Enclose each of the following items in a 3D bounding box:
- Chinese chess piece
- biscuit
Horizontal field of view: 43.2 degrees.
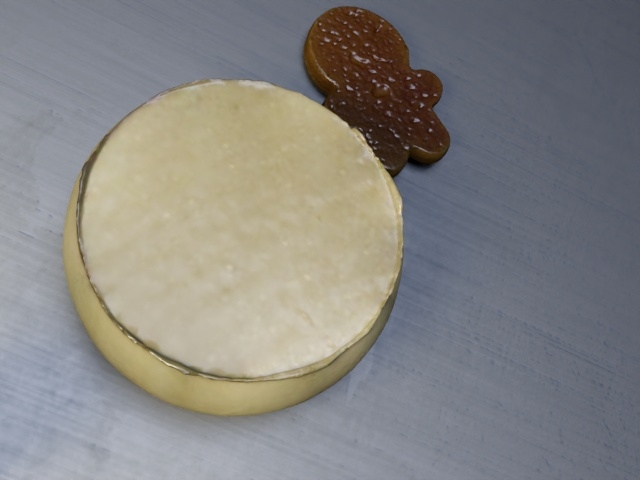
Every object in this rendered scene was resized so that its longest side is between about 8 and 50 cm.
[{"bbox_3d":[-0.082,0.002,0.806,0.337,0.140,0.338,5,67,-11],"label":"Chinese chess piece"},{"bbox_3d":[0.067,-0.189,1.009,0.179,0.039,0.236,-19,76,-23],"label":"biscuit"}]
